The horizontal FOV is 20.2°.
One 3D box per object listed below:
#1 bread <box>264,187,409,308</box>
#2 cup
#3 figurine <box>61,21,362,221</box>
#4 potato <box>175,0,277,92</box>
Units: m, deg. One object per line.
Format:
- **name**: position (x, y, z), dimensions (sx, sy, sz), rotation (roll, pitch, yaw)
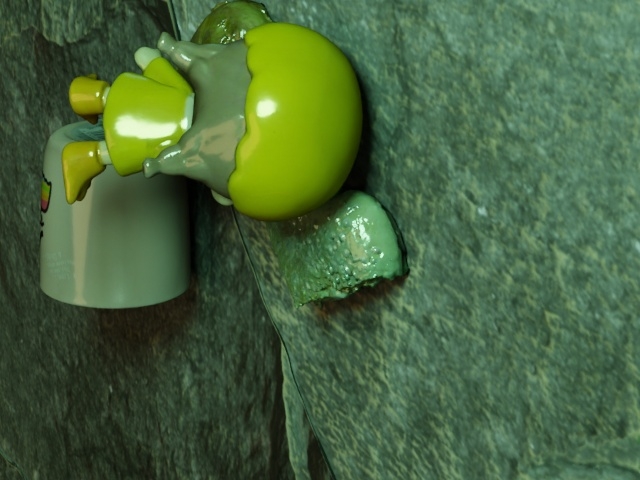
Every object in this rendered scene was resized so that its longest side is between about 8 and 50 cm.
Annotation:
- **bread**: position (0.000, 0.000, 2.029), dimensions (0.232, 0.064, 0.172), rotation (42, 131, 38)
- **cup**: position (-0.260, -0.049, 2.278), dimensions (0.253, 0.191, 0.200), rotation (-110, 20, -71)
- **figurine**: position (-0.120, -0.122, 1.963), dimensions (0.343, 0.187, 0.215), rotation (-4, 86, 22)
- **potato**: position (-0.116, -0.186, 2.099), dimensions (0.164, 0.081, 0.200), rotation (55, 142, 22)
